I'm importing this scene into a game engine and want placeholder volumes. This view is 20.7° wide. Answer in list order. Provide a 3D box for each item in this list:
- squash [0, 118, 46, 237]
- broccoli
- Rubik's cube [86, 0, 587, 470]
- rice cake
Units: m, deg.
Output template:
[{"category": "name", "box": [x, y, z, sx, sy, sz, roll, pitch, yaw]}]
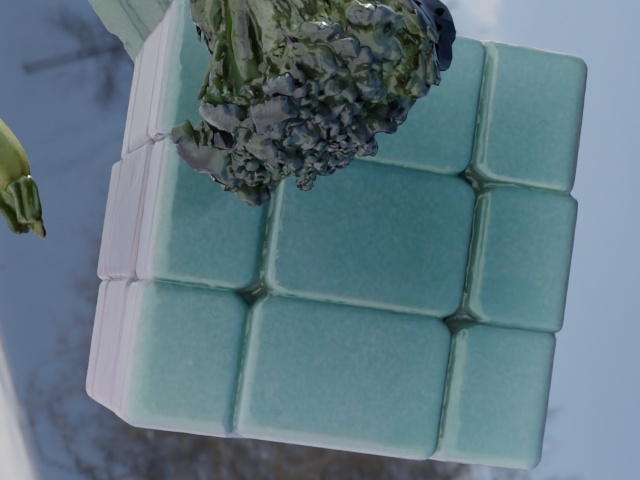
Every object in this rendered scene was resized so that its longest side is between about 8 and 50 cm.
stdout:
[{"category": "squash", "box": [-0.294, -0.077, 1.374, 0.224, 0.094, 0.094, 39, -19, 14]}, {"category": "broccoli", "box": [-0.059, -0.165, 1.011, 0.165, 0.145, 0.304, -48, -115, 35]}, {"category": "Rubik's cube", "box": [0.000, 0.000, 1.390, 0.319, 0.322, 0.316, 170, -73, -78]}, {"category": "rice cake", "box": [-0.179, -0.257, 1.751, 0.237, 0.127, 0.043, 58, 24, -12]}]
